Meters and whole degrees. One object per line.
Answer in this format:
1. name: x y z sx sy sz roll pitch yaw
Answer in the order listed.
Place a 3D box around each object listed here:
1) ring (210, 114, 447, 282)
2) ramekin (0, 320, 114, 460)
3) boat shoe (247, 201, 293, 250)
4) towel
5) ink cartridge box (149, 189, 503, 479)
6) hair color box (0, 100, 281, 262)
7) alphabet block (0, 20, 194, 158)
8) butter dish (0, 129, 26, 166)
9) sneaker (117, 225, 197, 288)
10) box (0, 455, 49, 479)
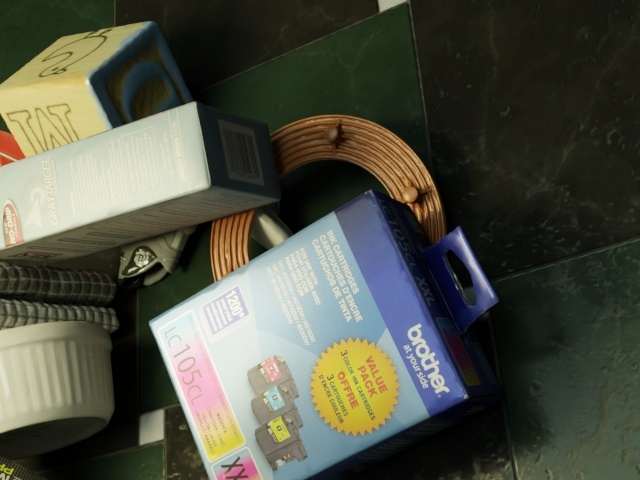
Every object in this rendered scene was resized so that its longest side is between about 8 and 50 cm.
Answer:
1. ring: 0.000 0.000 1.402 0.337 0.032 0.336 -3 82 25
2. ramekin: -0.410 0.218 1.497 0.273 0.273 0.127 -25 71 23
3. boat shoe: -0.092 -0.051 1.522 0.063 0.066 0.184 -38 56 -23
4. towel: -0.471 0.107 1.574 0.284 0.235 0.121 -17 76 34
5. ink cartridge box: 0.028 0.125 1.278 0.396 0.151 0.270 -31 72 17
6. hair color box: -0.262 -0.066 1.413 0.375 0.185 0.113 -15 80 24
7. alphabet block: -0.326 -0.193 1.612 0.197 0.193 0.192 -3 33 32
8. butter dish: -0.438 -0.100 1.739 0.160 0.118 0.160 22 123 49
9. sneaker: -0.298 0.003 1.618 0.229 0.086 0.132 11 79 35
10. box: -0.487 0.381 1.432 0.270 0.216 0.060 -55 12 30
